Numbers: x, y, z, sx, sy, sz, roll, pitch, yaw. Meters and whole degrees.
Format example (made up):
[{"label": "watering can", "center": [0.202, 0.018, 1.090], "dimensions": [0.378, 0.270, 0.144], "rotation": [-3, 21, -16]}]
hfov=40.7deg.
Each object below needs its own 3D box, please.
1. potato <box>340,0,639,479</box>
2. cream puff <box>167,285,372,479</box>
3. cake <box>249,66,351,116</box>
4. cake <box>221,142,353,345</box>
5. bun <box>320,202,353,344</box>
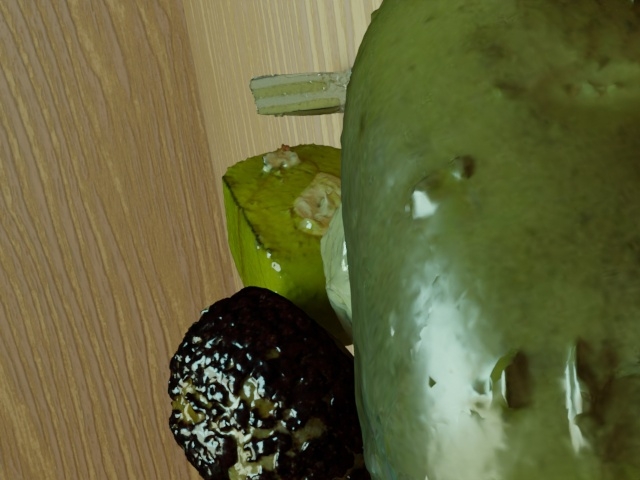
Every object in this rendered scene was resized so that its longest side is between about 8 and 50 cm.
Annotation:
[{"label": "potato", "center": [0.115, 0.024, 0.409], "dimensions": [0.270, 0.219, 0.359], "rotation": [134, 125, -83]}, {"label": "cream puff", "center": [-0.041, 0.163, 0.783], "dimensions": [0.239, 0.165, 0.239], "rotation": [43, 164, 16]}, {"label": "cake", "center": [-0.022, -0.170, 1.017], "dimensions": [0.065, 0.121, 0.052], "rotation": [-168, 72, -85]}, {"label": "cake", "center": [0.000, 0.000, 0.963], "dimensions": [0.260, 0.179, 0.156], "rotation": [-123, 23, -49]}, {"label": "bun", "center": [0.080, 0.032, 0.725], "dimensions": [0.244, 0.153, 0.243], "rotation": [170, 90, -74]}]
